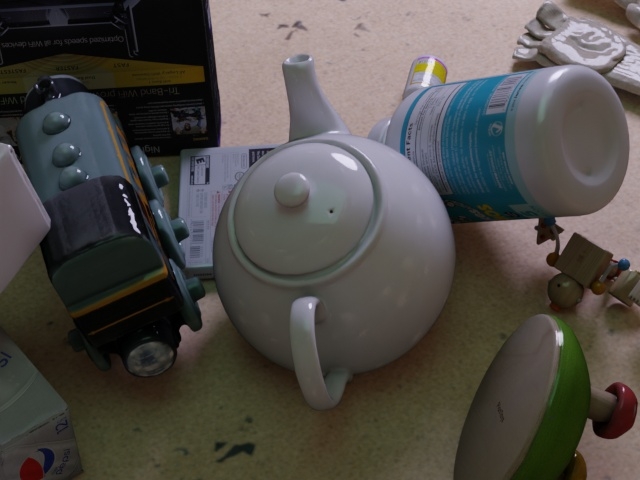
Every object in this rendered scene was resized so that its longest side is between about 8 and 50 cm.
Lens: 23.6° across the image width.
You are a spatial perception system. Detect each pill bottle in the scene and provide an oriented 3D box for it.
[{"bbox_3d":[0.118,-0.171,1.748,0.043,0.043,0.083,8,46,11],"label":"pill bottle"},{"bbox_3d":[0.166,-0.091,1.543,0.264,0.146,0.146,-3,33,48],"label":"pill bottle"}]

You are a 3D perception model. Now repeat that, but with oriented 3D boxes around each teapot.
[{"bbox_3d":[0.000,0.000,1.436,0.256,0.187,0.252,38,80,29],"label":"teapot"}]

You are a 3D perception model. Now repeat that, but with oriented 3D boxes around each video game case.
[{"bbox_3d":[-0.065,-0.034,1.635,0.173,0.022,0.190,-3,44,0],"label":"video game case"}]

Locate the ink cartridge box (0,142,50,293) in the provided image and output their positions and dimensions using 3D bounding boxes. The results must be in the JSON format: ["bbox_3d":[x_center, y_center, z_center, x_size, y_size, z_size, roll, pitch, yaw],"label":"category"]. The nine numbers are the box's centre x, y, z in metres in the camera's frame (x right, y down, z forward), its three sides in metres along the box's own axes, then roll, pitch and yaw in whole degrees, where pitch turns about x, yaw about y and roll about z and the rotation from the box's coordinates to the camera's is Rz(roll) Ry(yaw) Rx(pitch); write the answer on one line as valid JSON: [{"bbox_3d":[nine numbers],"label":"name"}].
[{"bbox_3d":[-0.410,-0.010,1.343,0.273,0.115,0.198,17,58,26],"label":"ink cartridge box"}]

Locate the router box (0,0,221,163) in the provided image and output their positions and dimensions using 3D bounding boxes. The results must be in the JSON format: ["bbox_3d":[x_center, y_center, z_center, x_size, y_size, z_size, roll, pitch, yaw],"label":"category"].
[{"bbox_3d":[-0.269,-0.200,1.658,0.308,0.243,0.081,-3,44,0],"label":"router box"}]

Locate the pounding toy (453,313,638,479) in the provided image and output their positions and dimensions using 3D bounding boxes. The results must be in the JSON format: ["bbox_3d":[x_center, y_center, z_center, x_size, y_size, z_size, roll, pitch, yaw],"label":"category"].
[{"bbox_3d":[0.201,0.185,1.316,0.110,0.183,0.237,24,45,-10],"label":"pounding toy"}]

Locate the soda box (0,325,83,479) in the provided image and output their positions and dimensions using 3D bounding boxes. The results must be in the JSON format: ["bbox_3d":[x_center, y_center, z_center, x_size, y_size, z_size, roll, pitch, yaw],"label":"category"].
[{"bbox_3d":[-0.337,0.121,1.436,0.091,0.098,0.286,-29,51,-24],"label":"soda box"}]

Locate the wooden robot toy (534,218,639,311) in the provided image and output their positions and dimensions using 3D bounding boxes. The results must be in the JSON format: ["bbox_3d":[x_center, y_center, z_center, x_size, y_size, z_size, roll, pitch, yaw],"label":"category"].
[{"bbox_3d":[0.263,0.043,1.524,0.173,0.076,0.079,35,91,32],"label":"wooden robot toy"}]

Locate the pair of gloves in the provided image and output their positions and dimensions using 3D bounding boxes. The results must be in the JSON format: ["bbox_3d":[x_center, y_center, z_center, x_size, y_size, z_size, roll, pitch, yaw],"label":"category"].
[{"bbox_3d":[0.360,-0.258,1.826,0.204,0.042,0.240,22,52,19],"label":"pair of gloves"}]

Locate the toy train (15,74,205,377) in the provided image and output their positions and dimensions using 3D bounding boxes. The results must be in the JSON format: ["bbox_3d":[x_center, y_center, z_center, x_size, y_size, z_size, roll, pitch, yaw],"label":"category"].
[{"bbox_3d":[-0.213,-0.022,1.497,0.142,0.190,0.334,-22,46,-1],"label":"toy train"}]
